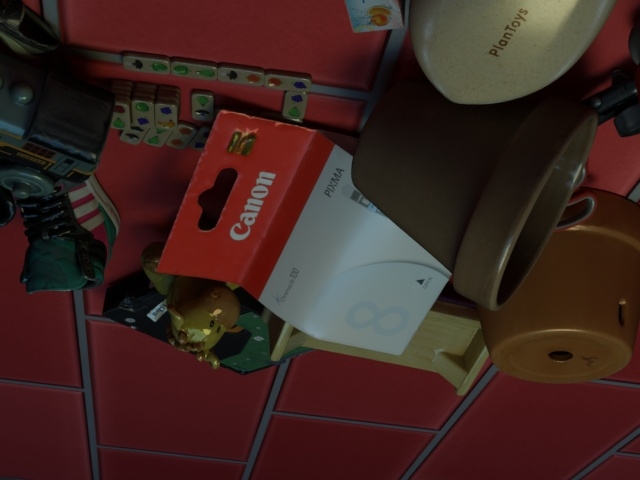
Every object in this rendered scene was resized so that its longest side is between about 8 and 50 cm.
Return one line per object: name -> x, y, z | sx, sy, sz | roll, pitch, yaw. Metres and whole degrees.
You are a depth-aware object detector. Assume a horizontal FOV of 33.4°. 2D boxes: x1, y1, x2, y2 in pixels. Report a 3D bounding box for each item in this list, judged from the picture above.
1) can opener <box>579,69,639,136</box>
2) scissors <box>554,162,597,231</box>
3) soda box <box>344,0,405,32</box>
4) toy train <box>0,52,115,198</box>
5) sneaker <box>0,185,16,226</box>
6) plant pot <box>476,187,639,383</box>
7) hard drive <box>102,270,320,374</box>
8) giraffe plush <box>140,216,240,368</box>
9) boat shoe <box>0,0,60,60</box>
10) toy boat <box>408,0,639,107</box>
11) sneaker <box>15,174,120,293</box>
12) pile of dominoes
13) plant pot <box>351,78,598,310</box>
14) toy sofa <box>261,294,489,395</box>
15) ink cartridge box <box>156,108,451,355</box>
can opener -> 0.332, -0.154, 1.297 | 0.059, 0.073, 0.186 | 14, 160, -32
scissors -> 0.236, -0.034, 1.406 | 0.297, 0.021, 0.109 | -18, 121, -15
soda box -> 0.045, -0.293, 1.076 | 0.058, 0.063, 0.183 | -2, 150, 12
toy train -> -0.406, -0.162, 1.273 | 0.334, 0.142, 0.190 | 22, 156, -26
sneaker -> -0.504, -0.059, 1.324 | 0.293, 0.146, 0.102 | -4, 129, -51
plant pot -> 0.348, 0.081, 1.566 | 0.291, 0.203, 0.291 | 4, 150, 2
hard drive -> -0.178, 0.135, 1.880 | 0.237, 0.064, 0.339 | -23, 140, 40
giraffe plush -> -0.186, 0.092, 1.615 | 0.181, 0.170, 0.210 | 24, 111, -27
boat shoe -> -0.356, -0.259, 1.210 | 0.049, 0.056, 0.152 | -14, 156, 21
toy boat -> 0.251, -0.229, 1.109 | 0.318, 0.148, 0.267 | 22, 142, -15
sneaker -> -0.385, -0.016, 1.516 | 0.124, 0.178, 0.295 | -5, 149, 16
pile of dominoes -> -0.146, -0.156, 1.375 | 0.251, 0.040, 0.196 | 7, 151, -3
plant pot -> 0.170, -0.084, 1.264 | 0.229, 0.263, 0.263 | 29, 156, 18
toy sofa -> 0.096, 0.118, 1.758 | 0.363, 0.177, 0.150 | 13, 125, -14
ink cartridge box -> 0.000, 0.000, 1.469 | 0.385, 0.091, 0.308 | 12, 130, -20
